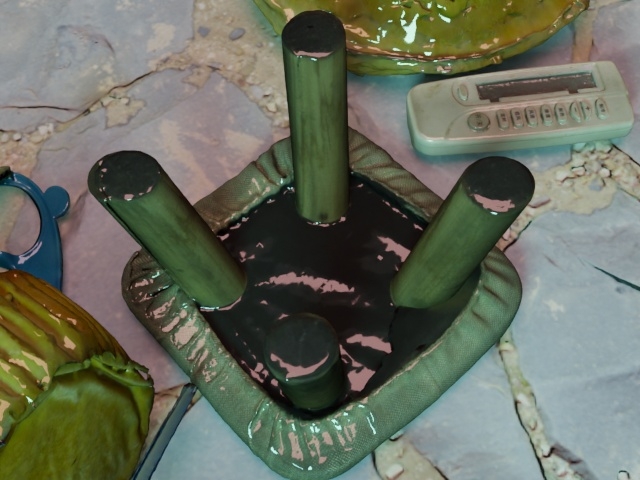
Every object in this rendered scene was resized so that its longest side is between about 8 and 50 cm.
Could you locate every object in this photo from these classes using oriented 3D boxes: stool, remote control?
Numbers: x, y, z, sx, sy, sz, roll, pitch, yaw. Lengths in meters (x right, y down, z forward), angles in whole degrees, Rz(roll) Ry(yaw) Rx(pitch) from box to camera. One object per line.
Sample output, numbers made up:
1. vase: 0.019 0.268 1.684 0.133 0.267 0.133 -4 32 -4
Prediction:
1. stool: 0.000 0.000 0.982 0.310 0.226 0.310 -39 66 -21
2. remote control: 0.206 -0.134 1.164 0.230 0.049 0.090 -7 57 -3

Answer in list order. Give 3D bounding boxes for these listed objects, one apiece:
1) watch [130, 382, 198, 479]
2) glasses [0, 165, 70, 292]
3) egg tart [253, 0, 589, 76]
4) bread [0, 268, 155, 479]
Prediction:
1. watch: -0.106 0.250 0.819 0.276 0.068 0.275 33 46 28
2. glasses: -0.339 0.004 1.033 0.102 0.207 0.239 -28 51 27
3. egg tart: 0.110 -0.377 1.245 0.444 0.178 0.443 0 59 0
4. bread: -0.248 0.152 0.874 0.142 0.253 0.227 32 76 22
